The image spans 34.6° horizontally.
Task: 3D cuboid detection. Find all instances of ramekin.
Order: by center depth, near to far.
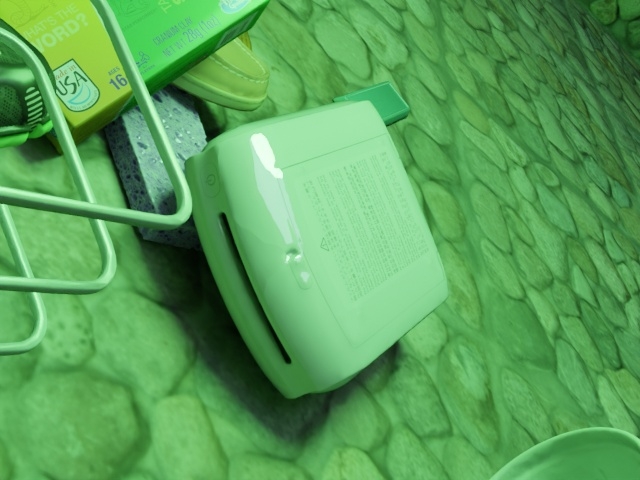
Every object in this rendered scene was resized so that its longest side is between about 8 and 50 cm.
[{"bbox_3d":[0.241,0.284,0.963,0.109,0.207,0.207,55,27,-13],"label":"ramekin"}]

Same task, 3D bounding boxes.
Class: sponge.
[{"bbox_3d":[-0.151,-0.085,0.994,0.117,0.031,0.210,13,45,-50],"label":"sponge"}]

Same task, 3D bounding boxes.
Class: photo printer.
[{"bbox_3d":[0.000,0.000,0.995,0.307,0.107,0.256,-29,96,-61],"label":"photo printer"}]

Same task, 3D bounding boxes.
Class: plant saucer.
[{"bbox_3d":[0.079,-0.193,1.475,0.067,0.018,0.192,53,27,3],"label":"plant saucer"}]

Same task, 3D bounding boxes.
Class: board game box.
[{"bbox_3d":[-0.236,-0.271,0.928,0.242,0.064,0.316,-41,92,-28],"label":"board game box"}]

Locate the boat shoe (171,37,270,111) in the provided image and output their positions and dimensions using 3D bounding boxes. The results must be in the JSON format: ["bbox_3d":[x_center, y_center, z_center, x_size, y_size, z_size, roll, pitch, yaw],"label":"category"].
[{"bbox_3d":[-0.177,-0.264,1.043,0.341,0.110,0.121,37,21,-13],"label":"boat shoe"}]

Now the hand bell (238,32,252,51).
[{"bbox_3d":[-0.101,-0.276,1.247,0.126,0.126,0.242,29,48,-36],"label":"hand bell"}]

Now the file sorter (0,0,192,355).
[{"bbox_3d":[-0.230,-0.017,0.540,0.173,0.278,0.193,9,49,-54],"label":"file sorter"}]

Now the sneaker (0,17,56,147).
[{"bbox_3d":[-0.361,-0.254,0.703,0.483,0.202,0.185,47,29,-8],"label":"sneaker"}]
